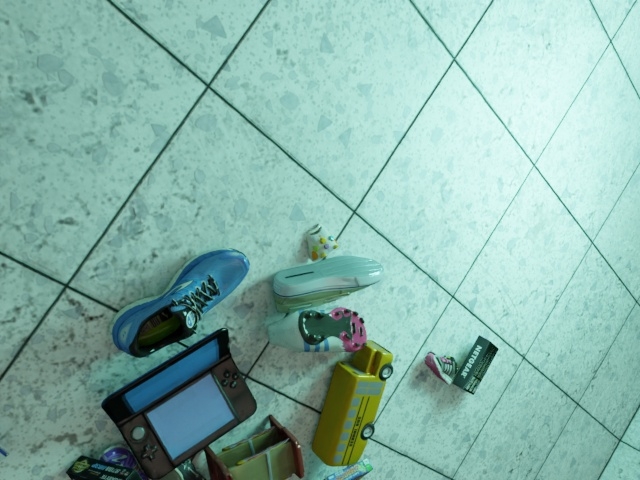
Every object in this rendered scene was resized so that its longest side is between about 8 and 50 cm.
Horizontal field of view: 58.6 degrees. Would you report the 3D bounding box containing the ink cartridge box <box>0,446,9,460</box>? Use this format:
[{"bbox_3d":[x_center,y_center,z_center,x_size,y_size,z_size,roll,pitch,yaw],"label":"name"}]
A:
[{"bbox_3d":[-0.769,0.451,1.041,0.333,0.065,0.165,-39,122,-16],"label":"ink cartridge box"}]

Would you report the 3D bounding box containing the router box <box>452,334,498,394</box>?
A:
[{"bbox_3d":[0.506,0.406,1.853,0.178,0.046,0.133,-59,144,-5],"label":"router box"}]

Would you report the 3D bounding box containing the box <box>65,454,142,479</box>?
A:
[{"bbox_3d":[-0.426,0.568,1.233,0.051,0.175,0.220,-51,131,-47],"label":"box"}]

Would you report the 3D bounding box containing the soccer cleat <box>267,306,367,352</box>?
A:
[{"bbox_3d":[-0.004,0.231,1.463,0.331,0.143,0.116,20,59,-55],"label":"soccer cleat"}]

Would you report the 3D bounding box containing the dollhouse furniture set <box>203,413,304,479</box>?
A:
[{"bbox_3d":[-0.151,0.667,1.436,0.201,0.152,0.373,-15,106,-29],"label":"dollhouse furniture set"}]

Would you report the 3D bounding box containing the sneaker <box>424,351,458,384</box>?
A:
[{"bbox_3d":[0.381,0.382,1.778,0.075,0.063,0.170,-49,129,-11],"label":"sneaker"}]

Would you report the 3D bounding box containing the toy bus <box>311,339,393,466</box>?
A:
[{"bbox_3d":[0.088,0.444,1.576,0.130,0.108,0.332,11,98,-34],"label":"toy bus"}]

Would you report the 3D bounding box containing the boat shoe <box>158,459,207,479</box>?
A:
[{"bbox_3d":[-0.336,0.562,1.375,0.206,0.075,0.065,58,28,-26],"label":"boat shoe"}]

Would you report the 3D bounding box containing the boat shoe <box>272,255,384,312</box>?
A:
[{"bbox_3d":[0.018,0.109,1.446,0.302,0.109,0.094,-7,124,-22],"label":"boat shoe"}]

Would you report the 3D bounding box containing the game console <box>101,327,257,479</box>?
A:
[{"bbox_3d":[-0.291,0.362,1.251,0.293,0.173,0.250,-30,98,-22],"label":"game console"}]

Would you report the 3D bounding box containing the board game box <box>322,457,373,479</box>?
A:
[{"bbox_3d":[0.049,0.677,1.592,0.136,0.035,0.201,-12,149,-31],"label":"board game box"}]

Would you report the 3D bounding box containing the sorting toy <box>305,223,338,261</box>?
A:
[{"bbox_3d":[0.000,0.000,1.431,0.083,0.045,0.075,-35,101,-20],"label":"sorting toy"}]

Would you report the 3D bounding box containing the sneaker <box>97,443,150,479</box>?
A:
[{"bbox_3d":[-0.429,0.524,1.281,0.068,0.071,0.170,-41,122,-17],"label":"sneaker"}]

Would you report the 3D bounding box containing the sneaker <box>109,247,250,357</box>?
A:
[{"bbox_3d":[-0.279,0.142,1.219,0.330,0.147,0.129,-39,122,-19],"label":"sneaker"}]
